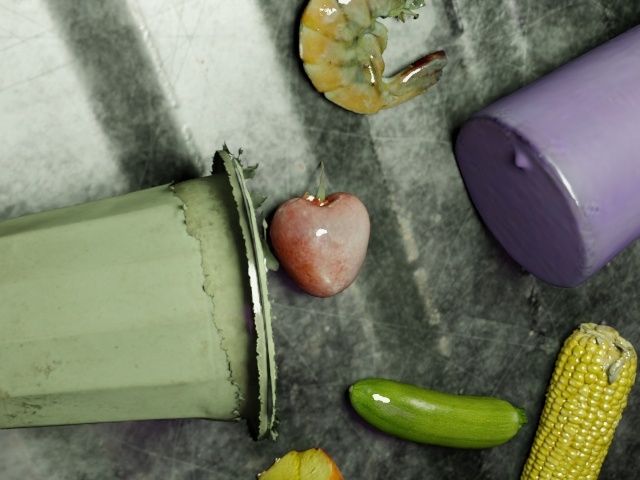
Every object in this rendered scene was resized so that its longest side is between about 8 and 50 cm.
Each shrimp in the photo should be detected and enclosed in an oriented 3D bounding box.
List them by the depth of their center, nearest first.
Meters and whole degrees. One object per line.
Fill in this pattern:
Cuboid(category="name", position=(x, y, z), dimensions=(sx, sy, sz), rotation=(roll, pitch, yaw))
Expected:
Cuboid(category="shrimp", position=(0.111, -0.246, 1.203), dimensions=(0.296, 0.058, 0.169), rotation=(-35, 126, -7))

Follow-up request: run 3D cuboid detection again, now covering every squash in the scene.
Cuboid(category="squash", position=(0.145, 0.209, 1.368), dimensions=(0.258, 0.069, 0.069), rotation=(13, 102, -28))

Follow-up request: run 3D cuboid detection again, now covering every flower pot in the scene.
Cuboid(category="flower pot", position=(-0.180, 0.059, 1.066), dimensions=(0.259, 0.290, 0.290), rotation=(-6, 111, -9))

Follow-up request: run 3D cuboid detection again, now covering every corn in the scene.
Cuboid(category="corn", position=(0.318, 0.247, 1.448), dimensions=(0.106, 0.106, 0.293), rotation=(6, 106, -27))

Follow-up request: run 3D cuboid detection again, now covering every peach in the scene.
Cuboid(category="peach", position=(-0.023, 0.316, 1.296), dimensions=(0.151, 0.151, 0.118), rotation=(-43, 107, -6))

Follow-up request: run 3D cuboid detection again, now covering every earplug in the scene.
Cuboid(category="earplug", position=(0.387, -0.151, 1.287), dimensions=(0.456, 0.215, 0.215), rotation=(-32, 119, -16))

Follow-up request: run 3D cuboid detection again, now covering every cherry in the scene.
Cuboid(category="cherry", position=(0.006, 0.000, 1.216), dimensions=(0.106, 0.087, 0.126), rotation=(-31, 116, -8))
